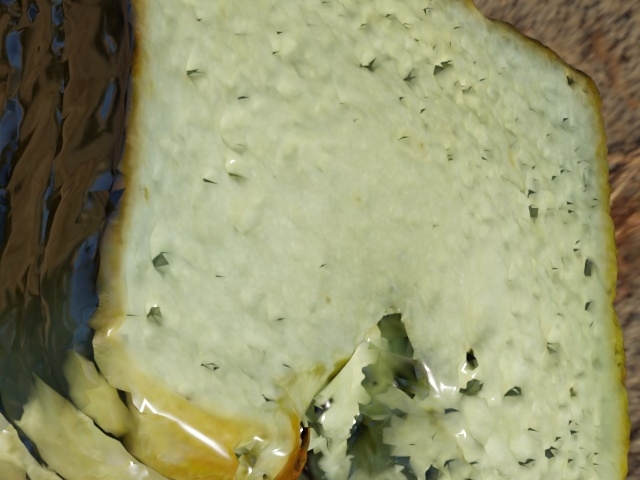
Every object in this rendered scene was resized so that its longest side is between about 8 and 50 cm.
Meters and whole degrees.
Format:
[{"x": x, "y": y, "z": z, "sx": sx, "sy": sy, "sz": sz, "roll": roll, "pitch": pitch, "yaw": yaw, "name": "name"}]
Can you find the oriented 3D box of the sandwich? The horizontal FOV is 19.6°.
[{"x": -0.001, "y": 0.001, "z": 0.651, "sx": 0.273, "sy": 0.095, "sz": 0.249, "roll": 27, "pitch": 50, "yaw": -40, "name": "sandwich"}]
